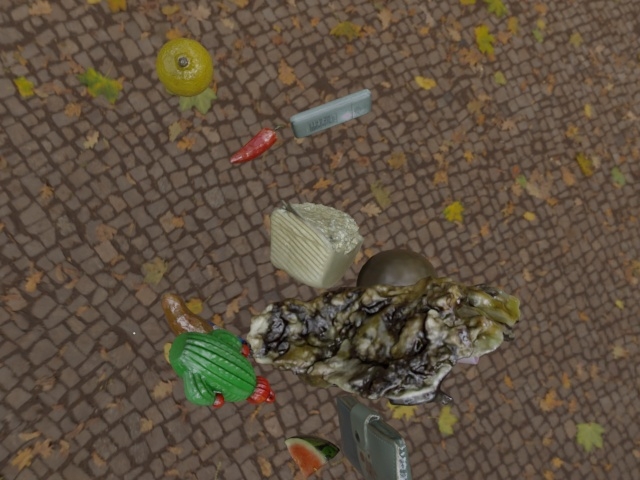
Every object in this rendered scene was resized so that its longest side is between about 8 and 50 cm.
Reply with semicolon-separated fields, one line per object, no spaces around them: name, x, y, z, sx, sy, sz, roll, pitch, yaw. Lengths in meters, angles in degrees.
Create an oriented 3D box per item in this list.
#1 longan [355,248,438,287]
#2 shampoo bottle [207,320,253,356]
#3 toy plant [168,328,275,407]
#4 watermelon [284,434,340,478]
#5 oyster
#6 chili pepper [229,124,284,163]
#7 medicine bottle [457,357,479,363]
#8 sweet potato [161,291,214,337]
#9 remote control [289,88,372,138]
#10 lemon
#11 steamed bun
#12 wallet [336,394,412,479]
longan;0.223;0.152;1.409;0.258;0.258;0.257;4;78;-20
shampoo bottle;-0.295;0.322;1.564;0.183;0.087;0.050;22;60;25
toy plant;-0.182;0.241;0.925;0.240;0.088;0.154;21;40;-55
watermelon;-0.017;0.503;1.124;0.125;0.135;0.094;29;71;-13
oyster;0.073;0.076;0.461;0.223;0.214;0.083;-18;101;-53
chili pepper;-0.228;-0.345;1.756;0.272;0.063;0.071;-44;122;-27
medicine bottle;0.345;0.282;1.578;0.212;0.326;0.211;-1;90;-65
sweet potato;-0.331;0.280;1.362;0.354;0.095;0.106;53;41;-36
remote control;0.016;-0.183;0.708;0.125;0.053;0.017;-21;71;0
lemon;-0.260;-0.332;0.933;0.109;0.133;0.109;-1;95;-10
steamed bun;0.000;0.000;1.600;0.272;0.290;0.273;-16;130;-43
wallet;0.144;0.588;1.364;0.083;0.360;0.252;-13;98;-21
